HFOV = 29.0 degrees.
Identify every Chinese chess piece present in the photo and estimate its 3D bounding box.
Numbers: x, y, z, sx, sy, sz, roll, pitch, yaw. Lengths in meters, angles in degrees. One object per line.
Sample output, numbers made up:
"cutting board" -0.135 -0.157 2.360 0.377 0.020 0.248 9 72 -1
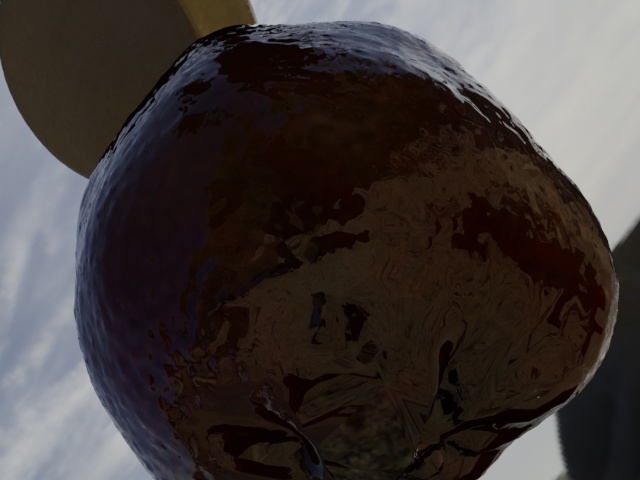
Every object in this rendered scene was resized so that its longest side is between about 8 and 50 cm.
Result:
"Chinese chess piece" -0.183 -0.178 1.178 0.102 0.273 0.273 -41 -19 -53

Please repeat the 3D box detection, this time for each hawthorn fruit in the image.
"hawthorn fruit" 0.007 0.015 0.686 0.295 0.295 0.311 -59 11 21
